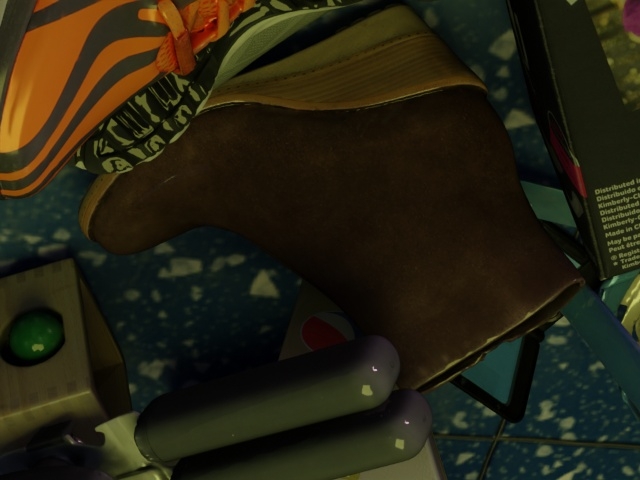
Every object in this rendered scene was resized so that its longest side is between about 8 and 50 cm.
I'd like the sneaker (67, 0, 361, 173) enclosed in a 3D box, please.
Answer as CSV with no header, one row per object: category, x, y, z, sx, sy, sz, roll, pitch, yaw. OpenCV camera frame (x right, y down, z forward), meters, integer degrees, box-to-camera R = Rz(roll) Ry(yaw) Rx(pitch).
sneaker,-0.047,-0.144,0.963,0.271,0.108,0.100,-36,103,-2

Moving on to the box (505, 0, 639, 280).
box,0.174,-0.140,0.954,0.143,0.165,0.270,-17,128,4

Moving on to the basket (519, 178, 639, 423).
basket,0.258,0.058,1.067,0.289,0.255,0.201,14,119,-35

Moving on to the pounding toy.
pounding toy,-0.183,0.080,1.093,0.100,0.130,0.141,-17,137,2

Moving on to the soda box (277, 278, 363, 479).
soda box,0.012,0.059,1.065,0.061,0.181,0.058,12,127,4

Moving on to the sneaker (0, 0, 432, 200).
sneaker,-0.031,-0.135,0.820,0.180,0.321,0.124,27,164,5

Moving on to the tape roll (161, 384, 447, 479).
tape roll,0.010,0.206,1.145,0.169,0.246,0.246,-17,129,2

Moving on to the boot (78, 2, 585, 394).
boot,0.000,0.000,1.003,0.248,0.207,0.090,-29,161,7

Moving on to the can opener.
can opener,-0.072,0.127,0.974,0.280,0.093,0.074,-20,115,26

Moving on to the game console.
game console,0.121,0.042,1.147,0.107,0.071,0.122,-41,124,21
